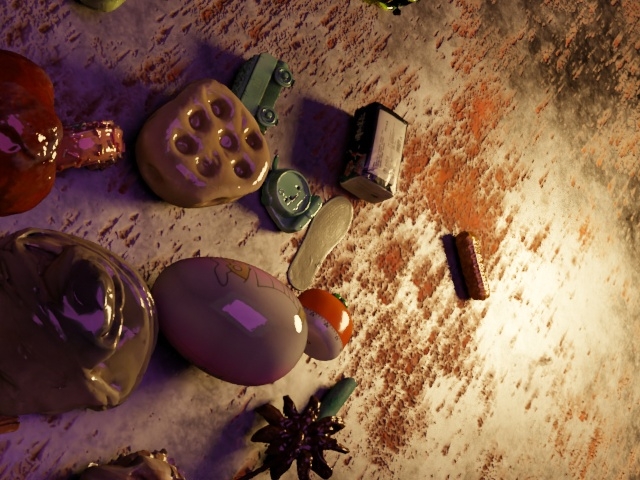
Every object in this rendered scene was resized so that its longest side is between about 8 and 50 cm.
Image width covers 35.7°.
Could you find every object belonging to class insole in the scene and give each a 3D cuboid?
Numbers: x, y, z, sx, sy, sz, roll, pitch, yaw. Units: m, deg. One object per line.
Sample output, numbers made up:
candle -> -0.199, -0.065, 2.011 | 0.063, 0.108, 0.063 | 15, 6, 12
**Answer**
insole -> 0.000, 0.000, 1.878 | 0.080, 0.003, 0.232 | 49, 54, -24

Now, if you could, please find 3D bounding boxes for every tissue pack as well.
tissue pack -> 0.105, -0.170, 1.946 | 0.103, 0.090, 0.170 | 28, 62, -35

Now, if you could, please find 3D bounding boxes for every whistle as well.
whistle -> 0.005, 0.318, 1.798 | 0.186, 0.039, 0.039 | -48, 113, -36

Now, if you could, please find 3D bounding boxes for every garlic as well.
garlic -> -0.226, 0.392, 1.481 | 0.207, 0.257, 0.207 | -7, 90, -85

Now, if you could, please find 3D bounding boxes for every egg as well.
egg -> -0.145, 0.123, 1.602 | 0.271, 0.196, 0.196 | 42, 57, -19

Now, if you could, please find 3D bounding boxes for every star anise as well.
star anise -> -0.048, 0.364, 1.687 | 0.177, 0.073, 0.234 | 22, 65, 6

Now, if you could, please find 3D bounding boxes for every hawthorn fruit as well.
hawthorn fruit -> -0.488, -0.145, 1.335 | 0.272, 0.242, 0.242 | -3, 84, -27

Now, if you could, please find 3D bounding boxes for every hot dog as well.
hot dog -> -0.464, 0.260, 1.408 | 0.083, 0.021, 0.037 | -2, 93, -42

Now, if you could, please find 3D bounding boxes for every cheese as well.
cheese -> -0.198, -0.157, 1.659 | 0.235, 0.117, 0.218 | 17, 70, -37

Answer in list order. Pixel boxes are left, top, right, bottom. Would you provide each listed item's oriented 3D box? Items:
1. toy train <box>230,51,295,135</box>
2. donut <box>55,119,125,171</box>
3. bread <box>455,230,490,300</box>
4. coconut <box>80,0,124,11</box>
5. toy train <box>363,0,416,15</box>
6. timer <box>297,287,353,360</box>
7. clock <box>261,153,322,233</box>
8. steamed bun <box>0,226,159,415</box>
toy train -> -0.113, -0.263, 1.790 | 0.099, 0.070, 0.172 | 31, 62, -22
donut -> -0.361, -0.142, 1.514 | 0.166, 0.117, 0.065 | -16, 88, -41
bread -> 0.326, 0.055, 2.127 | 0.052, 0.044, 0.157 | -18, 94, -45
coconut -> -0.350, -0.409, 1.598 | 0.088, 0.096, 0.088 | 9, 48, -10
toy train -> 0.146, -0.619, 2.062 | 0.160, 0.100, 0.296 | 19, 70, -36
timer -> 0.003, 0.142, 1.795 | 0.136, 0.099, 0.136 | 16, 70, -53
clock -> -0.063, -0.087, 1.813 | 0.135, 0.041, 0.101 | 53, 53, -21
steamed bun -> -0.348, 0.110, 1.412 | 0.280, 0.207, 0.268 | 9, 73, -41
